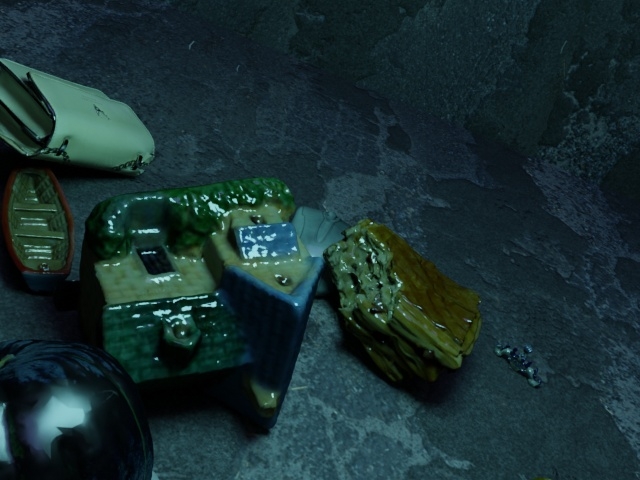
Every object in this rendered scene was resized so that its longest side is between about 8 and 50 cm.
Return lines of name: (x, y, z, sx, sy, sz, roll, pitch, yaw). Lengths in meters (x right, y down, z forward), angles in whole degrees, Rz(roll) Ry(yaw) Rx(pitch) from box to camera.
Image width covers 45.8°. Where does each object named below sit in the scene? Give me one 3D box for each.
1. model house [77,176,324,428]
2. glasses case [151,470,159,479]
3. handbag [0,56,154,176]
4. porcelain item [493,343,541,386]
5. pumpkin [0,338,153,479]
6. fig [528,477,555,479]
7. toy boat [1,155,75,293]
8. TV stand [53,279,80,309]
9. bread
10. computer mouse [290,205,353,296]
model house: (-0.196, 0.120, 1.293, 0.382, 0.334, 0.342, -4, 38, -26)
glasses case: (-0.249, 0.404, 1.068, 0.076, 0.049, 0.197, 4, 36, -33)
handbag: (-0.555, -0.259, 1.682, 0.237, 0.160, 0.358, 42, 13, 17)
porcelain item: (0.476, 0.276, 1.786, 0.136, 0.075, 0.021, 42, 33, 28)
pumpkin: (-0.387, 0.265, 0.916, 0.364, 0.266, 0.363, -3, 10, 1)
fig: (0.412, 0.478, 1.429, 0.084, 0.082, 0.098, -29, 34, -14)
toy boat: (-0.567, -0.045, 1.509, 0.136, 0.079, 0.392, 5, 36, -29)
TV stand: (-0.372, 0.105, 1.449, 0.257, 0.049, 0.040, 4, 37, -33)
bread: (0.153, 0.137, 1.628, 0.370, 0.191, 0.314, 39, 28, 8)
computer mouse: (0.000, 0.000, 1.833, 0.188, 0.121, 0.371, 26, 27, 0)
